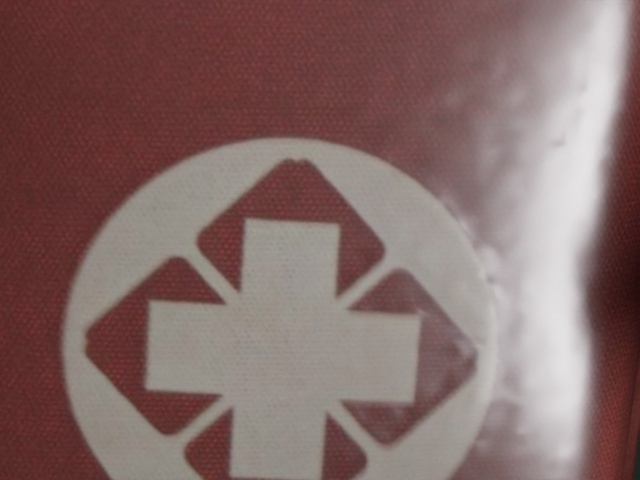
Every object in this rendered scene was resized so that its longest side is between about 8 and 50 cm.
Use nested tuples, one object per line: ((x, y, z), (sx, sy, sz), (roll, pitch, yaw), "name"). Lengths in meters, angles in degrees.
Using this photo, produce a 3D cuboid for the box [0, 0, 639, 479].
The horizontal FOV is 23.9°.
((-0.018, 0.020, 0.504), (0.263, 0.108, 0.404), (3, 101, -6), "box")
